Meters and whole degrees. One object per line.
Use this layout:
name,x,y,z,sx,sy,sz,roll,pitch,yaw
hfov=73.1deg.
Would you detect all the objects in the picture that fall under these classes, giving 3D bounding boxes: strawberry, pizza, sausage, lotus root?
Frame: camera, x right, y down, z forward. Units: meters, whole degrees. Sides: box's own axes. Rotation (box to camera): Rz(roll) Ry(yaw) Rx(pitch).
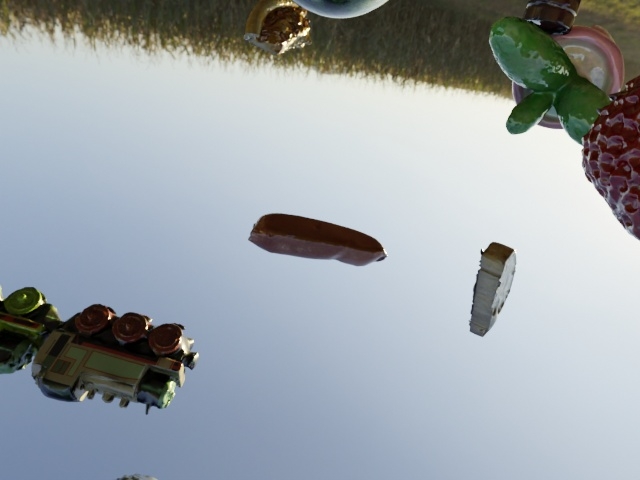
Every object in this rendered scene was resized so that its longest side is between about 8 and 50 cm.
strawberry,0.422,-0.077,0.498,0.206,0.205,0.244,11,-121,0
pizza,-0.093,-0.537,1.062,0.056,0.134,0.271,-22,-168,47
sausage,0.000,0.000,1.058,0.349,0.097,0.093,10,-115,-17
lotus root,0.499,0.128,1.240,0.075,0.260,0.170,19,-149,36

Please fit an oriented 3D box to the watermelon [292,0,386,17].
watermelon,0.029,-0.490,0.643,0.285,0.285,0.285,9,-155,-4

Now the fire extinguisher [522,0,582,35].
fire extinguisher,0.488,-0.575,0.811,0.105,0.341,0.141,16,-164,-1

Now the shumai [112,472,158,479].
shumai,-0.235,0.318,0.341,0.218,0.255,0.189,41,156,-32

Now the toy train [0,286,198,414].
toy train,-0.225,0.078,0.343,0.250,0.053,0.085,16,-133,-5

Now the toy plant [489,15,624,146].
toy plant,0.492,-0.348,0.909,0.317,0.211,0.356,47,-132,-1
